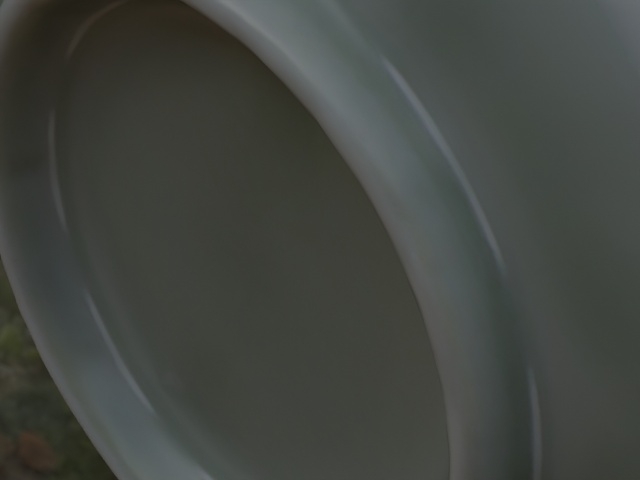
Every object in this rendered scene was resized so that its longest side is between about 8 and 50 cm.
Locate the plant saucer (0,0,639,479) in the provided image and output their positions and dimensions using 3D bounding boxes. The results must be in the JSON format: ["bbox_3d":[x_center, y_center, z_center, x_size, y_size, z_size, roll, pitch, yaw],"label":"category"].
[{"bbox_3d":[0.000,0.000,0.530,0.100,0.400,0.400,-29,39,-35],"label":"plant saucer"}]
